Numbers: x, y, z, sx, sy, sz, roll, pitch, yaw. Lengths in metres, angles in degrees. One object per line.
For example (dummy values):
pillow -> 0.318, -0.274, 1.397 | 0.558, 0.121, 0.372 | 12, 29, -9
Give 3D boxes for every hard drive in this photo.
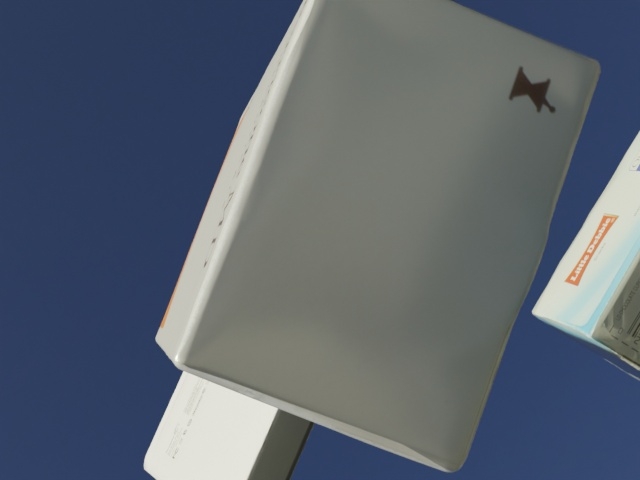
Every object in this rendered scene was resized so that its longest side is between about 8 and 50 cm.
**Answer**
hard drive -> -0.099, 0.192, 1.217 | 0.047, 0.353, 0.233 | 27, -100, -20

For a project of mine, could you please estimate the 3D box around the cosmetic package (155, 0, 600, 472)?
cosmetic package -> 0.000, 0.000, 0.743 | 0.161, 0.453, 0.230 | 22, -98, -8

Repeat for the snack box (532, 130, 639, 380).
snack box -> 0.270, 0.033, 0.440 | 0.322, 0.060, 0.187 | 31, -91, -12
